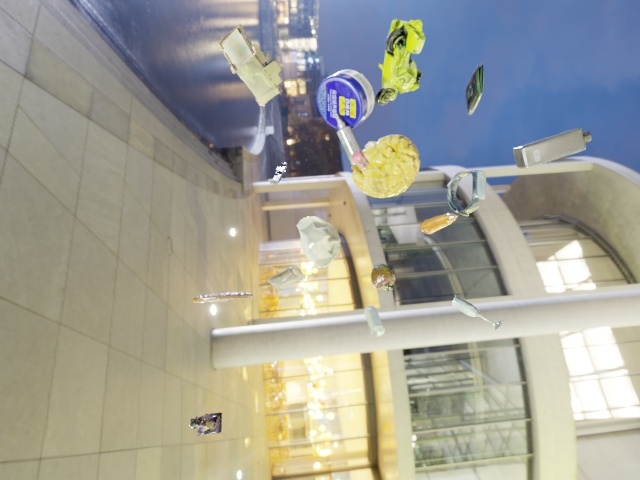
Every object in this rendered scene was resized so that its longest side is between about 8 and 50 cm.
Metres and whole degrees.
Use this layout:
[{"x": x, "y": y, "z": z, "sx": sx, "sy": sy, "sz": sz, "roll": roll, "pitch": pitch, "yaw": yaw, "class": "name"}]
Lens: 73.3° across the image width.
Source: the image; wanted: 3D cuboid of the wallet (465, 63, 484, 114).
[{"x": 0.780, "y": -0.760, "z": 2.180, "sx": 0.236, "sy": 0.055, "sz": 0.160, "roll": 49, "pitch": 41, "yaw": -78, "class": "wallet"}]

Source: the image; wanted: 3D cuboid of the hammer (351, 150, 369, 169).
[{"x": 0.133, "y": -0.266, "z": 1.437, "sx": 0.083, "sy": 0.043, "sz": 0.043, "roll": 33, "pitch": 45, "yaw": -55, "class": "hammer"}]

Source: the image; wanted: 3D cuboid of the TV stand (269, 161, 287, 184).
[{"x": -0.195, "y": -0.310, "z": 2.009, "sx": 0.249, "sy": 0.036, "sz": 0.042, "roll": -78, "pitch": -174, "yaw": -62, "class": "TV stand"}]

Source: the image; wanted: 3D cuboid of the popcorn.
[{"x": 0.374, "y": -0.404, "z": 2.446, "sx": 0.344, "sy": 0.390, "sz": 0.354, "roll": 54, "pitch": 44, "yaw": -27, "class": "popcorn"}]

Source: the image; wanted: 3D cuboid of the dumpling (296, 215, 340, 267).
[{"x": 0.002, "y": 0.004, "z": 1.784, "sx": 0.215, "sy": 0.167, "sz": 0.126, "roll": -122, "pitch": -164, "yaw": -47, "class": "dumpling"}]

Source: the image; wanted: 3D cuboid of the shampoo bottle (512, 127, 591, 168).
[{"x": 0.802, "y": -0.321, "z": 1.482, "sx": 0.079, "sy": 0.246, "sz": 0.080, "roll": -93, "pitch": 165, "yaw": -81, "class": "shampoo bottle"}]

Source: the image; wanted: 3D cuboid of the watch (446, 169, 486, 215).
[{"x": 0.642, "y": -0.210, "z": 1.902, "sx": 0.193, "sy": 0.069, "sz": 0.206, "roll": -28, "pitch": -128, "yaw": 59, "class": "watch"}]

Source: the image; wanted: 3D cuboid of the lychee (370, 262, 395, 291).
[{"x": 0.286, "y": 0.171, "z": 1.968, "sx": 0.114, "sy": 0.114, "sz": 0.146, "roll": 93, "pitch": -23, "yaw": -57, "class": "lychee"}]

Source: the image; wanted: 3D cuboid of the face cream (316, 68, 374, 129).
[{"x": 0.097, "y": -0.528, "z": 1.613, "sx": 0.111, "sy": 0.206, "sz": 0.205, "roll": -44, "pitch": 148, "yaw": -37, "class": "face cream"}]

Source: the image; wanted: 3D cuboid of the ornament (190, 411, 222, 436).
[{"x": -0.464, "y": 0.731, "z": 1.693, "sx": 0.203, "sy": 0.088, "sz": 0.081, "roll": 59, "pitch": 23, "yaw": -70, "class": "ornament"}]

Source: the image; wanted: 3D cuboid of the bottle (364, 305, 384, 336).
[{"x": 0.281, "y": 0.422, "z": 2.263, "sx": 0.201, "sy": 0.072, "sz": 0.072, "roll": -104, "pitch": -169, "yaw": -68, "class": "bottle"}]

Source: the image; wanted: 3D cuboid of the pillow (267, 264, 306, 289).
[{"x": -0.201, "y": 0.224, "z": 2.559, "sx": 0.131, "sy": 0.233, "sz": 0.038, "roll": 45, "pitch": 33, "yaw": -28, "class": "pillow"}]

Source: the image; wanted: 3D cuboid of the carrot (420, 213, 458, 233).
[{"x": 0.538, "y": -0.083, "z": 1.923, "sx": 0.205, "sy": 0.072, "sz": 0.072, "roll": -26, "pitch": -114, "yaw": 59, "class": "carrot"}]

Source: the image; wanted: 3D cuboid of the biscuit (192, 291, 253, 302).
[{"x": -0.494, "y": 0.288, "z": 2.185, "sx": 0.305, "sy": 0.306, "sz": 0.038, "roll": 113, "pitch": -27, "yaw": -80, "class": "biscuit"}]

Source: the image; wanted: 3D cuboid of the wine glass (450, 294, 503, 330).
[{"x": 0.783, "y": 0.364, "z": 2.181, "sx": 0.074, "sy": 0.262, "sz": 0.074, "roll": -54, "pitch": 166, "yaw": -21, "class": "wine glass"}]

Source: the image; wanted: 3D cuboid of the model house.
[{"x": -0.298, "y": -0.758, "z": 1.806, "sx": 0.244, "sy": 0.169, "sz": 0.326, "roll": 55, "pitch": 6, "yaw": 17, "class": "model house"}]

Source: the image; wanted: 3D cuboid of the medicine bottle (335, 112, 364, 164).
[{"x": 0.100, "y": -0.381, "z": 1.596, "sx": 0.057, "sy": 0.058, "sz": 0.199, "roll": -173, "pitch": -122, "yaw": -85, "class": "medicine bottle"}]

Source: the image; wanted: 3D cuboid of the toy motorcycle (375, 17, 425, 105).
[{"x": 0.320, "y": -0.686, "z": 1.678, "sx": 0.142, "sy": 0.206, "sz": 0.342, "roll": 45, "pitch": -24, "yaw": 23, "class": "toy motorcycle"}]
